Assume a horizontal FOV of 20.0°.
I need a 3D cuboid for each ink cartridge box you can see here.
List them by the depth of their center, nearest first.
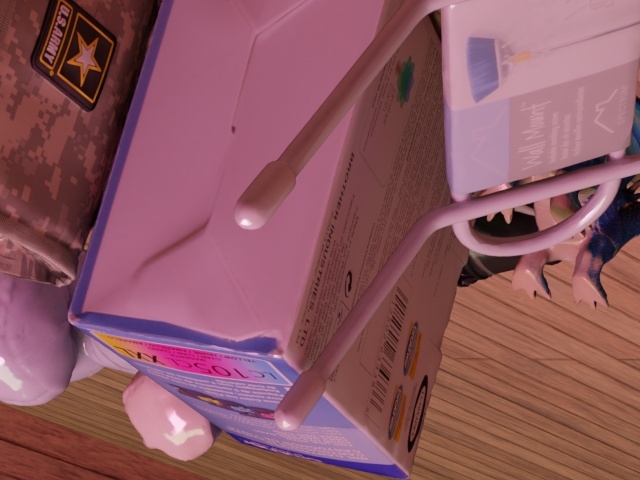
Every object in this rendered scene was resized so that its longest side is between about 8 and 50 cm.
[{"bbox_3d":[0.000,0.000,1.246,0.151,0.270,0.395,10,164,21],"label":"ink cartridge box"}]

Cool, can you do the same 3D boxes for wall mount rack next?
[{"bbox_3d":[0.094,-0.041,0.991,0.304,0.130,0.350,-17,145,-6],"label":"wall mount rack"}]

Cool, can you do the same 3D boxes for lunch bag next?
[{"bbox_3d":[-0.235,-0.125,1.079,0.287,0.235,0.169,20,161,-20],"label":"lunch bag"}]

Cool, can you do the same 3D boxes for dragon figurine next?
[{"bbox_3d":[0.176,-0.053,1.245,0.085,0.144,0.289,7,144,32],"label":"dragon figurine"}]

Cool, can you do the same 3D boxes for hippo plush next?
[{"bbox_3d":[-0.161,0.027,1.418,0.236,0.234,0.294,3,-167,18],"label":"hippo plush"}]

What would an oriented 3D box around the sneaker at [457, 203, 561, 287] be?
[{"bbox_3d":[0.078,0.024,1.538,0.283,0.124,0.107,4,162,34],"label":"sneaker"}]
